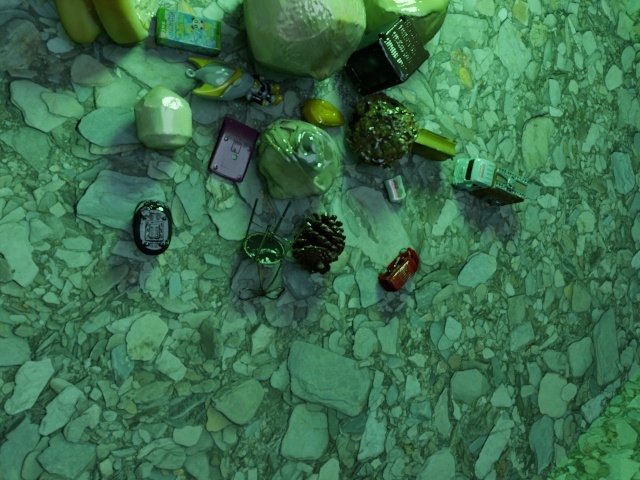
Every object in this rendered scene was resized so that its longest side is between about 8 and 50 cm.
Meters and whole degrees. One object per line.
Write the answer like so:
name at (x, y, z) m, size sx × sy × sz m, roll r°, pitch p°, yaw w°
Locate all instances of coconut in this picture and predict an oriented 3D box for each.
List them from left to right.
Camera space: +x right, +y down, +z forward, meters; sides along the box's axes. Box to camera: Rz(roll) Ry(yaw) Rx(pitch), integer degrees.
coconut at (-0.455, -0.359, 1.464) m, size 0.171 × 0.171 × 0.182 m, roll -3°, pitch 93°, yaw -28°
coconut at (-0.047, -0.675, 1.560) m, size 0.405 × 0.405 × 0.404 m, roll 0°, pitch 90°, yaw -28°

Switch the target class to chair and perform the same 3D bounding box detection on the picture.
chair at (-0.179, 0.034, 1.627) m, size 0.160 × 0.170 × 0.325 m, roll -2°, pitch 134°, yaw -32°

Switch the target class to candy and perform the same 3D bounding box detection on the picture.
candy at (-0.405, -0.640, 1.544) m, size 0.195 × 0.062 × 0.097 m, roll 2°, pitch 90°, yaw -27°

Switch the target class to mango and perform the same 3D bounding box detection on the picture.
mango at (0.007, -0.444, 1.761) m, size 0.188 × 0.066 × 0.101 m, roll 6°, pitch 79°, yaw -33°

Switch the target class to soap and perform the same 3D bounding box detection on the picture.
soap at (0.400, -0.371, 1.928) m, size 0.234 × 0.135 × 0.076 m, roll 15°, pitch 83°, yaw -28°

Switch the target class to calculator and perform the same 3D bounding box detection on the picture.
calculator at (-0.280, -0.292, 1.627) m, size 0.127 × 0.034 × 0.190 m, roll 21°, pitch 81°, yaw -28°

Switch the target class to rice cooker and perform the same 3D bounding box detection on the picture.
rice cooker at (-0.494, -0.037, 1.474) m, size 0.112 × 0.106 × 0.165 m, roll -1°, pitch 101°, yaw -24°

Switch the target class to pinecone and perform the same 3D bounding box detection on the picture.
pinecone at (0.002, 0.001, 1.697) m, size 0.169 × 0.185 × 0.212 m, roll 33°, pitch 54°, yaw 0°

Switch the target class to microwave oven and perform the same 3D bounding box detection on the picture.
microwave oven at (0.213, -0.633, 1.735) m, size 0.188 × 0.247 × 0.178 m, roll -45°, pitch 113°, yaw -21°

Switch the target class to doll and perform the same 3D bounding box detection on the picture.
doll at (-0.273, -0.495, 1.594) m, size 0.317 × 0.103 × 0.145 m, roll 5°, pitch 83°, yaw -33°

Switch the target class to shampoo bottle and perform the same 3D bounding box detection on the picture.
shampoo bottle at (0.288, -0.194, 1.920) m, size 0.072 × 0.043 × 0.099 m, roll -23°, pitch 100°, yaw -26°

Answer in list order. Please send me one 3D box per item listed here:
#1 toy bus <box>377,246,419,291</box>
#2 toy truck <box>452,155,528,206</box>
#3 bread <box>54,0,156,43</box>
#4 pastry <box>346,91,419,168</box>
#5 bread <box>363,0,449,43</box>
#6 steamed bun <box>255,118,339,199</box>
toy bus at (0.311, 0.108, 1.906) m, size 0.195 × 0.089 × 0.081 m, roll -43°, pitch 109°, yaw -22°
toy truck at (0.709, -0.245, 2.075) m, size 0.306 × 0.162 × 0.136 m, roll 17°, pitch 82°, yaw -27°
bread at (-0.595, -0.760, 1.377) m, size 0.246 × 0.329 × 0.423 m, roll -5°, pitch 94°, yaw 13°
pastry at (0.212, -0.389, 1.762) m, size 0.275 × 0.193 × 0.274 m, roll 0°, pitch 93°, yaw 8°
bread at (0.313, -0.856, 1.835) m, size 0.321 × 0.237 × 0.320 m, roll 6°, pitch 73°, yaw -21°
steamed bun at (-0.055, -0.274, 1.649) m, size 0.281 × 0.207 × 0.267 m, roll -5°, pitch 92°, yaw -30°
